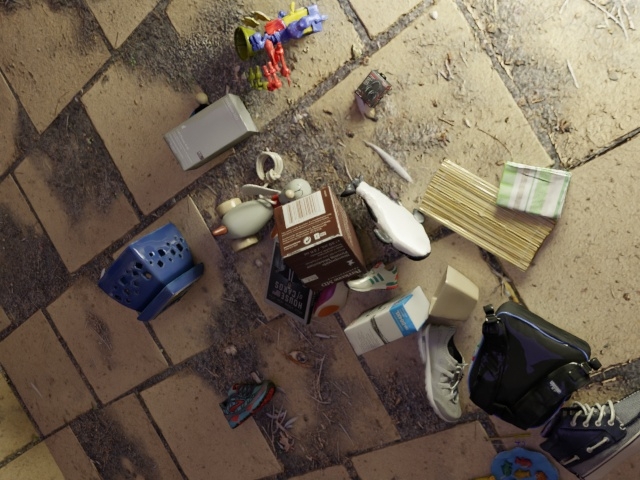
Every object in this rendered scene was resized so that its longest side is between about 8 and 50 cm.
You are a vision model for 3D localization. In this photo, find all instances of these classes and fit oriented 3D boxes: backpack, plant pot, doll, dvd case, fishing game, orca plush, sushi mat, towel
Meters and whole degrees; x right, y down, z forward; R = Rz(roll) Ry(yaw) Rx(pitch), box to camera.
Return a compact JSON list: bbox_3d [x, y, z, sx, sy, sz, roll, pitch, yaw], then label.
[{"bbox_3d":[0.489,0.307,1.357,0.276,0.213,0.263,31,108,24],"label":"backpack"},{"bbox_3d":[0.350,0.147,1.449,0.096,0.109,0.109,23,115,6],"label":"plant pot"},{"bbox_3d":[-0.540,0.114,1.835,0.212,0.236,0.236,47,120,0],"label":"plant pot"},{"bbox_3d":[-0.352,-0.354,1.699,0.129,0.046,0.189,-3,102,21],"label":"doll"},{"bbox_3d":[-0.082,0.112,1.681,0.179,0.029,0.239,24,112,33],"label":"dvd case"},{"bbox_3d":[0.557,0.652,1.519,0.189,0.041,0.264,-14,98,33],"label":"fishing game"},{"bbox_3d":[0.170,-0.039,1.488,0.287,0.151,0.102,35,149,12],"label":"orca plush"},{"bbox_3d":[0.410,-0.064,1.399,0.316,0.019,0.151,33,116,16],"label":"sushi mat"},{"bbox_3d":[0.502,-0.119,1.322,0.152,0.023,0.113,15,102,21],"label":"towel"}]

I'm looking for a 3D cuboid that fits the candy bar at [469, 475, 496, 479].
[{"bbox_3d":[0.438,0.706,1.603,0.161,0.018,0.040,-30,89,35],"label":"candy bar"}]

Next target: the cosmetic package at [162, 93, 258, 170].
[{"bbox_3d":[-0.317,-0.313,1.626,0.238,0.107,0.127,-30,94,16],"label":"cosmetic package"}]

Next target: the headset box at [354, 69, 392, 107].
[{"bbox_3d":[0.139,-0.394,1.439,0.062,0.032,0.083,48,121,8],"label":"headset box"}]

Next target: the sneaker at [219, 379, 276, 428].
[{"bbox_3d":[-0.258,0.530,1.874,0.125,0.104,0.262,50,120,9],"label":"sneaker"}]

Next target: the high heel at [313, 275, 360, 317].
[{"bbox_3d":[0.035,0.126,1.638,0.244,0.082,0.117,-60,37,43],"label":"high heel"}]

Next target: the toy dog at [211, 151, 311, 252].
[{"bbox_3d":[-0.197,-0.083,1.631,0.220,0.161,0.334,45,120,9],"label":"toy dog"}]

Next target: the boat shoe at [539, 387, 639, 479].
[{"bbox_3d":[0.674,0.436,1.340,0.158,0.127,0.341,32,118,8],"label":"boat shoe"}]

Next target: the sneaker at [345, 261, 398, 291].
[{"bbox_3d":[0.141,0.096,1.525,0.057,0.161,0.075,-157,68,-64],"label":"sneaker"}]

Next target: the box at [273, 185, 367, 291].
[{"bbox_3d":[0.000,0.000,1.475,0.168,0.203,0.167,-22,53,12],"label":"box"}]

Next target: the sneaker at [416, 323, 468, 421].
[{"bbox_3d":[0.343,0.359,1.507,0.115,0.105,0.281,-12,98,30],"label":"sneaker"}]

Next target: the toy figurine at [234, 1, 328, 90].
[{"bbox_3d":[-0.077,-0.524,1.465,0.191,0.217,0.362,66,166,-19],"label":"toy figurine"}]

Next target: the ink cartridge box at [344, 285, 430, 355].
[{"bbox_3d":[0.185,0.219,1.524,0.203,0.148,0.086,-29,91,31],"label":"ink cartridge box"}]
